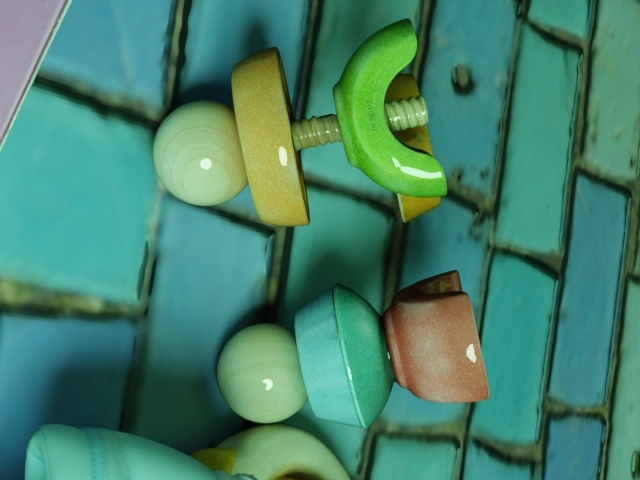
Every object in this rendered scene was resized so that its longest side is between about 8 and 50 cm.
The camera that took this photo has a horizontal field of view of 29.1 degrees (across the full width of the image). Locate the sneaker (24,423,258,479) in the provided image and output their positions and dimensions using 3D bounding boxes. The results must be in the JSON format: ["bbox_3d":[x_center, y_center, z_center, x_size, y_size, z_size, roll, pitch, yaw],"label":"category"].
[{"bbox_3d":[-0.139,0.235,0.505,0.150,0.135,0.366,25,44,-6],"label":"sneaker"}]

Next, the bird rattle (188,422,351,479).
[{"bbox_3d":[-0.005,0.212,0.739,0.253,0.143,0.207,3,74,-50],"label":"bird rattle"}]

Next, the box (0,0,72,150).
[{"bbox_3d":[-0.210,-0.066,0.407,0.117,0.243,0.213,37,67,-41],"label":"box"}]

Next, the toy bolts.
[{"bbox_3d":[0.000,0.000,0.757,0.218,0.158,0.228,-44,122,-86],"label":"toy bolts"}]
